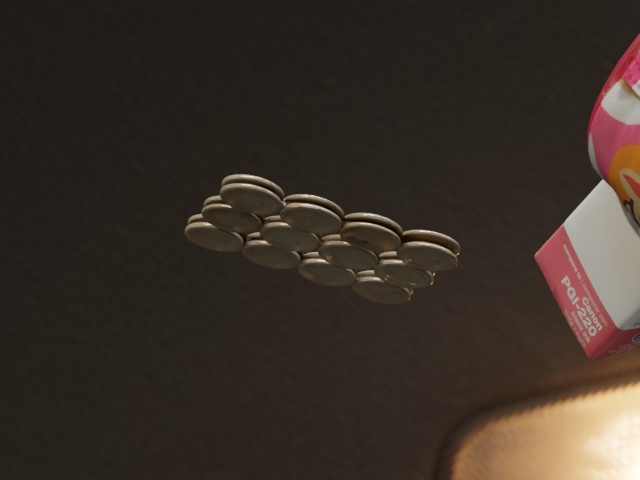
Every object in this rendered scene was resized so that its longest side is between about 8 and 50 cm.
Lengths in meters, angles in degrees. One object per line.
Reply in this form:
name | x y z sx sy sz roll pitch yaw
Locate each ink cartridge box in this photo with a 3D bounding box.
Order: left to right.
ink cartridge box | 0.264 -0.021 1.248 0.159 0.092 0.218 -12 -26 -29

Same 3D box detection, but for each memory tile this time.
memory tile | 0.000 0.000 1.141 0.148 0.113 0.012 18 -112 -13

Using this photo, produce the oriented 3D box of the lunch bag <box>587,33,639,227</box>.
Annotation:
lunch bag | 0.288 -0.077 0.834 0.258 0.120 0.293 19 -62 -33
